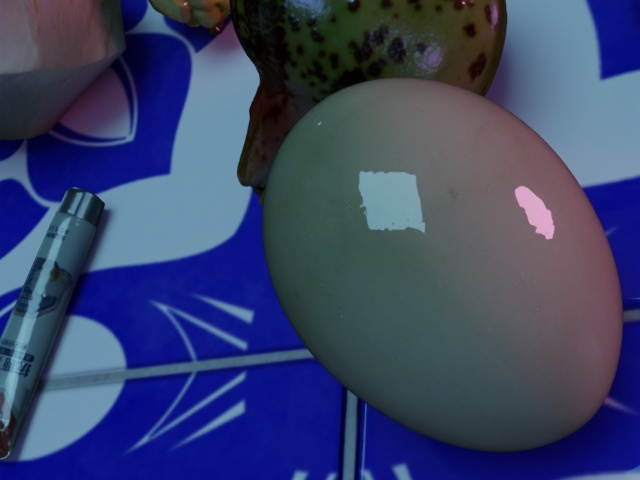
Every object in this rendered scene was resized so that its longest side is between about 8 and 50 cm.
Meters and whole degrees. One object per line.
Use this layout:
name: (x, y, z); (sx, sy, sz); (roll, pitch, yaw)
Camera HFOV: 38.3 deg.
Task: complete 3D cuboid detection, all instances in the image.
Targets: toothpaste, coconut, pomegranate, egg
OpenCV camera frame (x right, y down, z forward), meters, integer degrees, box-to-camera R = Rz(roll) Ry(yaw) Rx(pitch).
toothpaste: (-0.244, 0.068, 0.788); (0.062, 0.039, 0.239); (9, 70, 25)
coconut: (-0.311, -0.212, 0.863); (0.259, 0.259, 0.259); (-13, 58, 22)
pomegranate: (0.016, -0.135, 0.670); (0.214, 0.214, 0.247); (40, 103, 38)
egg: (0.071, 0.015, 0.546); (0.186, 0.186, 0.241); (-38, 85, 4)

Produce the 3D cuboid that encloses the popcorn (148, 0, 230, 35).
popcorn: (-0.108, -0.271, 0.846); (0.148, 0.152, 0.167); (34, 57, 10)
